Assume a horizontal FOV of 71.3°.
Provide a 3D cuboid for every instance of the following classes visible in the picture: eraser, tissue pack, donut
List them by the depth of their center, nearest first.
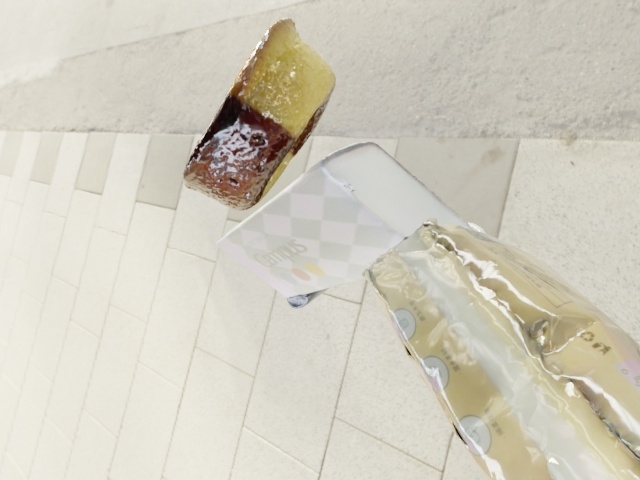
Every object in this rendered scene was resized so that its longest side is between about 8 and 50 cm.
[{"bbox_3d":[0.180,0.101,0.355,0.123,0.215,0.256,-49,49,24],"label":"tissue pack"},{"bbox_3d":[-0.053,-0.110,0.433,0.073,0.166,0.184,35,88,-5],"label":"donut"},{"bbox_3d":[0.001,-0.001,0.668,0.397,0.213,0.082,-26,30,58],"label":"eraser"}]

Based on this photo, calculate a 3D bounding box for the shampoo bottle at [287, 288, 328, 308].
[{"bbox_3d":[0.003,0.109,1.184,0.087,0.234,0.049,-27,92,36],"label":"shampoo bottle"}]

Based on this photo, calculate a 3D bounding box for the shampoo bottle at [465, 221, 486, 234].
[{"bbox_3d":[0.244,0.044,0.765,0.074,0.192,0.074,-7,58,12],"label":"shampoo bottle"}]
